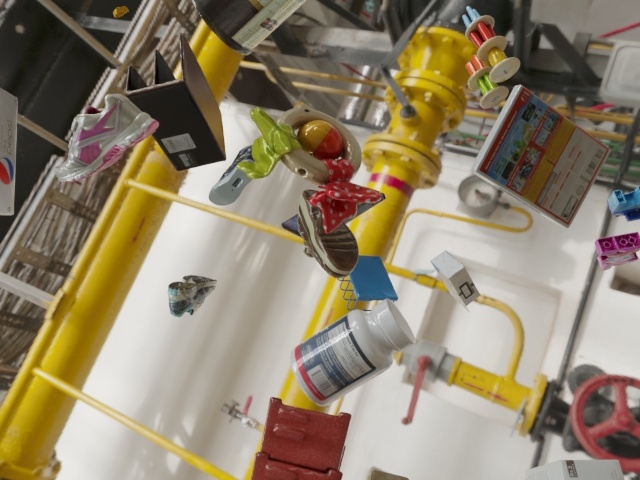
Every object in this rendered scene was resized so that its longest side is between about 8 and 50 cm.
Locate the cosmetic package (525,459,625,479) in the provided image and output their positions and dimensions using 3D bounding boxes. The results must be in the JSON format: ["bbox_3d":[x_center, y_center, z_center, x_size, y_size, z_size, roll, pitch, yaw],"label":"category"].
[{"bbox_3d":[0.620,0.620,1.187,0.183,0.152,0.151,102,168,-58],"label":"cosmetic package"}]

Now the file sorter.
[{"bbox_3d":[0.125,0.135,1.394,0.170,0.118,0.104,-108,28,-48],"label":"file sorter"}]

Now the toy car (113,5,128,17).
[{"bbox_3d":[-0.342,-0.454,0.893,0.122,0.041,0.060,-47,-61,-27],"label":"toy car"}]

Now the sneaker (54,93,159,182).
[{"bbox_3d":[-0.457,-0.212,1.010,0.111,0.252,0.103,55,-165,-15],"label":"sneaker"}]

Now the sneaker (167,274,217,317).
[{"bbox_3d":[-0.465,0.198,1.764,0.283,0.110,0.122,-19,-61,-74],"label":"sneaker"}]

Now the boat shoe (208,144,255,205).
[{"bbox_3d":[-0.211,-0.160,1.234,0.065,0.183,0.083,34,-138,-26],"label":"boat shoe"}]

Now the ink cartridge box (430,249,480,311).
[{"bbox_3d":[0.193,0.058,0.692,0.028,0.048,0.083,-38,-55,1],"label":"ink cartridge box"}]

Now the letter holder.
[{"bbox_3d":[-0.382,-0.374,1.342,0.301,0.152,0.214,71,-172,-60],"label":"letter holder"}]

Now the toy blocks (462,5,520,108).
[{"bbox_3d":[0.287,-0.329,0.877,0.123,0.054,0.148,81,171,-66],"label":"toy blocks"}]

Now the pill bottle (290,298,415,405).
[{"bbox_3d":[0.052,0.172,0.779,0.180,0.107,0.108,-34,-21,13],"label":"pill bottle"}]

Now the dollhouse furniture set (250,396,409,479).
[{"bbox_3d":[0.093,0.365,0.700,0.201,0.375,0.152,95,-171,-56],"label":"dollhouse furniture set"}]

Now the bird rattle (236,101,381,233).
[{"bbox_3d":[-0.002,-0.148,0.828,0.143,0.254,0.206,114,-178,-48],"label":"bird rattle"}]

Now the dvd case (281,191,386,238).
[{"bbox_3d":[0.034,-0.081,1.381,0.253,0.180,0.022,-32,-62,-20],"label":"dvd case"}]

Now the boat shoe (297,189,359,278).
[{"bbox_3d":[0.007,0.001,1.005,0.257,0.095,0.095,-107,35,-51],"label":"boat shoe"}]

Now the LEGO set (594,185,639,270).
[{"bbox_3d":[0.447,-0.026,0.624,0.093,0.228,0.086,63,-162,-62],"label":"LEGO set"}]

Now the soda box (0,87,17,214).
[{"bbox_3d":[-0.579,-0.153,0.850,0.069,0.074,0.215,152,119,-86],"label":"soda box"}]

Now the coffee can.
[{"bbox_3d":[-0.138,-0.605,1.151,0.201,0.275,0.201,42,-151,-30],"label":"coffee can"}]

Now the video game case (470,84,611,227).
[{"bbox_3d":[0.486,-0.176,1.077,0.204,0.285,0.025,-63,19,3],"label":"video game case"}]
